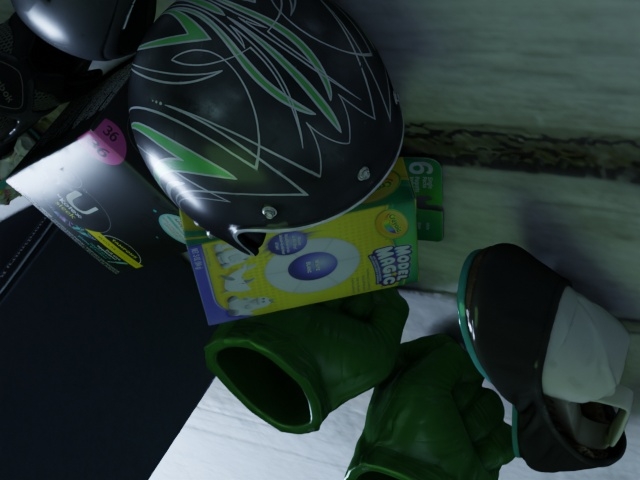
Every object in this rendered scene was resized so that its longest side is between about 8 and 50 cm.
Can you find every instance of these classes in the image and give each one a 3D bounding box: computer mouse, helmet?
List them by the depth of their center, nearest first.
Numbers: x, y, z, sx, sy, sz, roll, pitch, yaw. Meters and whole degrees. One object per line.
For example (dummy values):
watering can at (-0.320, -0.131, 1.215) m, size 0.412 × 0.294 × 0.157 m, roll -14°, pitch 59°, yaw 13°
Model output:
computer mouse at (-0.175, -0.200, 0.837) m, size 0.184 × 0.060 × 0.262 m, roll 31°, pitch 149°, yaw -1°
helmet at (-0.035, -0.079, 0.867) m, size 0.169 × 0.169 × 0.161 m, roll 34°, pitch 163°, yaw 0°

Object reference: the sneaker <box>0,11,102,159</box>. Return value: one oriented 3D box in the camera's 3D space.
sneaker at (-0.226, -0.123, 1.083) m, size 0.087 × 0.130 × 0.227 m, roll 58°, pitch 176°, yaw -8°

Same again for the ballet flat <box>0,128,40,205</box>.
ballet flat at (-0.337, -0.064, 1.296) m, size 0.241 × 0.077 × 0.091 m, roll -4°, pitch 135°, yaw 50°

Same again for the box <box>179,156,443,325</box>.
box at (0.000, 0.000, 0.982) m, size 0.179 × 0.043 × 0.105 m, roll -14°, pitch 145°, yaw -3°

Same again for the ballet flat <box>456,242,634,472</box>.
ballet flat at (0.170, 0.086, 0.998) m, size 0.096 × 0.095 × 0.280 m, roll 8°, pitch 155°, yaw 23°

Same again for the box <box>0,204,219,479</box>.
box at (-0.302, 0.146, 1.363) m, size 0.212 × 0.293 × 0.395 m, roll 43°, pitch 151°, yaw -18°

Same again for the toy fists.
toy fists at (0.043, 0.105, 1.100) m, size 0.279 × 0.142 × 0.096 m, roll 42°, pitch 137°, yaw -16°

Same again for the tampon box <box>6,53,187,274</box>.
tampon box at (-0.134, -0.058, 1.063) m, size 0.120 × 0.101 × 0.161 m, roll 43°, pitch 151°, yaw -18°
